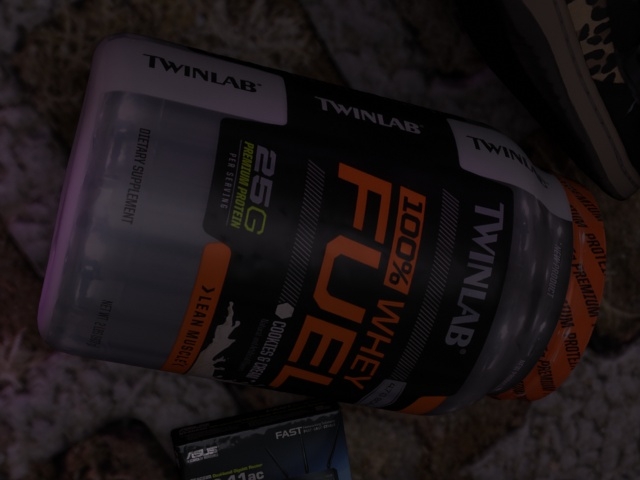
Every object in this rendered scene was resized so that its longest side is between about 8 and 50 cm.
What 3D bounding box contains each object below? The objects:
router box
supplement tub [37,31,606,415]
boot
[{"bbox_3d":[-0.039,0.170,0.732,0.122,0.038,0.092,-11,100,-12],"label":"router box"},{"bbox_3d":[0.000,0.000,0.636,0.316,0.193,0.193,11,96,-15],"label":"supplement tub"},{"bbox_3d":[0.212,-0.201,0.593,0.284,0.138,0.377,-39,138,6],"label":"boot"}]
